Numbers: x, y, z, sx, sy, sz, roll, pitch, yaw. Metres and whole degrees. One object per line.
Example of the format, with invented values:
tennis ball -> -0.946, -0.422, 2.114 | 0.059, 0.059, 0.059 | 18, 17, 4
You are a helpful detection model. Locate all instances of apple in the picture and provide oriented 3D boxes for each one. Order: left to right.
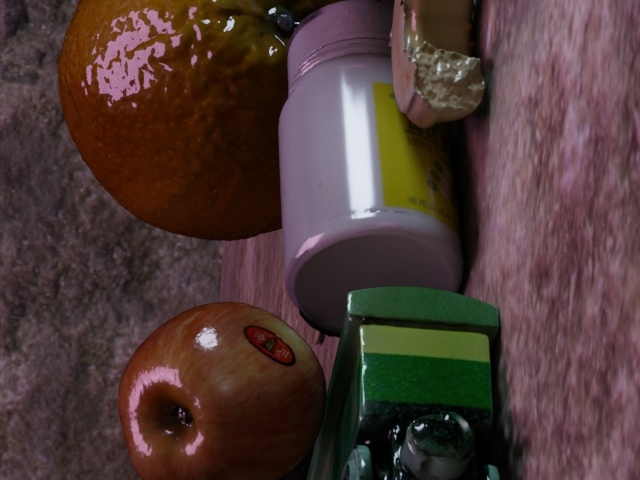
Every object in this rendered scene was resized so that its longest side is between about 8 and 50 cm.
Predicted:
apple -> -0.075, 0.119, 1.359 | 0.131, 0.146, 0.146 | -26, -55, -62

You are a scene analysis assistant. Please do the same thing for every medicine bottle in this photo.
medicine bottle -> 0.036, -0.063, 1.522 | 0.143, 0.143, 0.258 | 103, 167, -49

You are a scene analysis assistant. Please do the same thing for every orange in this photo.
orange -> -0.085, -0.158, 1.798 | 0.357, 0.322, 0.322 | 152, 121, -71

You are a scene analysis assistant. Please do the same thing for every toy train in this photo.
toy train -> 0.056, 0.188, 1.371 | 0.301, 0.120, 0.202 | 102, 172, -47

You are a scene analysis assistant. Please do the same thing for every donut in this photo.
donut -> 0.091, -0.160, 1.445 | 0.108, 0.065, 0.166 | 116, 156, -74

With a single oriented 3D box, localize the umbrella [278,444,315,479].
umbrella -> -0.035, 0.243, 2.095 | 0.094, 0.090, 0.326 | -65, 6, -6

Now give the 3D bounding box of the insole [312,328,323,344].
insole -> 0.000, 0.000, 2.232 | 0.081, 0.011, 0.248 | 121, 152, -74
